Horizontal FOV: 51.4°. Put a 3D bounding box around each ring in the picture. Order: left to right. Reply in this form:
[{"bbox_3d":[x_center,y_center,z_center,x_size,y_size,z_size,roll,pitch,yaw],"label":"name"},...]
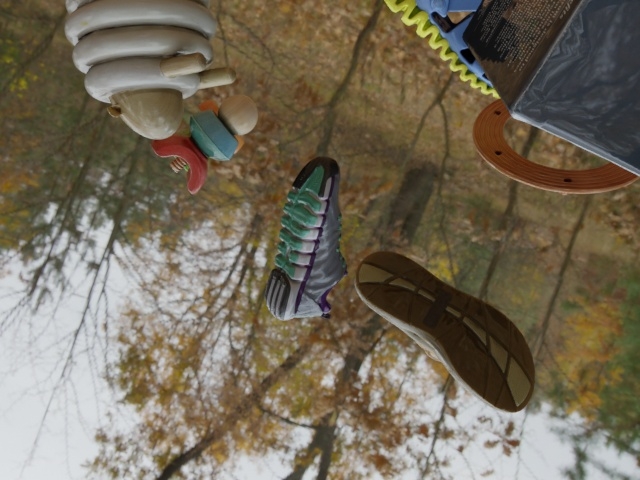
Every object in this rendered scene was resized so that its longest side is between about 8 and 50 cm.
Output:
[{"bbox_3d":[0.463,-0.192,1.285,0.336,0.032,0.337,-1,-137,1],"label":"ring"}]

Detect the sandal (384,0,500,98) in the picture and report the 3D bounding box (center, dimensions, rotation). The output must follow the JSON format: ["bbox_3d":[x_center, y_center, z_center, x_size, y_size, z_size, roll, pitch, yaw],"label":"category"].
[{"bbox_3d":[0.253,-0.373,1.135,0.317,0.138,0.126,40,-144,-11],"label":"sandal"}]

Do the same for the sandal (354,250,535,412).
[{"bbox_3d":[0.106,0.076,0.574,0.180,0.072,0.049,36,160,10],"label":"sandal"}]

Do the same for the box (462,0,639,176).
[{"bbox_3d":[0.377,-0.244,0.834,0.293,0.212,0.395,24,-153,-10],"label":"box"}]

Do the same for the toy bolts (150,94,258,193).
[{"bbox_3d":[-0.192,-0.202,1.052,0.218,0.158,0.228,51,-177,-29],"label":"toy bolts"}]

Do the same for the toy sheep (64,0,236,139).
[{"bbox_3d":[-0.098,-0.122,0.371,0.091,0.132,0.091,-5,178,0],"label":"toy sheep"}]

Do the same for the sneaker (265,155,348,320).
[{"bbox_3d":[0.000,0.000,0.878,0.098,0.224,0.083,8,-161,-32],"label":"sneaker"}]
